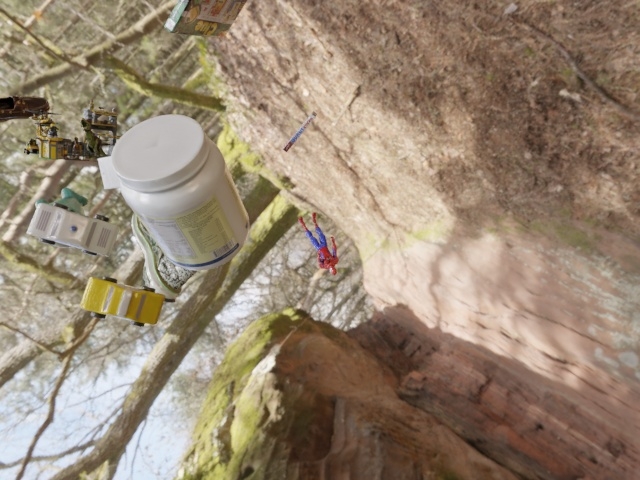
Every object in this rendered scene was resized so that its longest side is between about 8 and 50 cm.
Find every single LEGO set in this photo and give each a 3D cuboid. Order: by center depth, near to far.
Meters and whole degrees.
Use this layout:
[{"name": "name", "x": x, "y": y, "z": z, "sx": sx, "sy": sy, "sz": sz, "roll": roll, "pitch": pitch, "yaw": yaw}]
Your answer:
[{"name": "LEGO set", "x": -0.767, "y": -0.361, "z": 1.503, "sx": 0.332, "sy": 0.191, "sz": 0.255, "roll": -1, "pitch": -165, "yaw": -33}]

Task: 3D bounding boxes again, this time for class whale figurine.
[{"name": "whale figurine", "x": -0.948, "y": -0.103, "z": 1.744, "sx": 0.216, "sy": 0.141, "sz": 0.271, "roll": 36, "pitch": -146, "yaw": -31}]

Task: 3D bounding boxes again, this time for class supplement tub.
[{"name": "supplement tub", "x": -0.315, "y": -0.103, "z": 1.086, "sx": 0.235, "sy": 0.235, "sz": 0.324, "roll": 37, "pitch": 157, "yaw": 29}]

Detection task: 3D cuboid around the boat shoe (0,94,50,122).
[{"name": "boat shoe", "x": -1.021, "y": -0.447, "z": 1.552, "sx": 0.073, "sy": 0.207, "sz": 0.073, "roll": 51, "pitch": 145, "yaw": 17}]

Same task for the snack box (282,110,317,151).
[{"name": "snack box", "x": -0.079, "y": -0.415, "z": 1.774, "sx": 0.022, "sy": 0.178, "sz": 0.064, "roll": 38, "pitch": -156, "yaw": -13}]

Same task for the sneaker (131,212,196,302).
[{"name": "sneaker", "x": -0.512, "y": 0.005, "z": 1.594, "sx": 0.158, "sy": 0.182, "sz": 0.410, "roll": 39, "pitch": -158, "yaw": -60}]

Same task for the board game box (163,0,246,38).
[{"name": "board game box", "x": -0.279, "y": -0.578, "z": 1.168, "sx": 0.030, "sy": 0.136, "sz": 0.259, "roll": 45, "pitch": -153, "yaw": -2}]

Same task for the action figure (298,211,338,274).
[{"name": "action figure", "x": 0.000, "y": 0.000, "z": 1.771, "sx": 0.139, "sy": 0.092, "sz": 0.280, "roll": 91, "pitch": 156, "yaw": -61}]

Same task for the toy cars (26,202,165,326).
[{"name": "toy cars", "x": -0.528, "y": 0.062, "z": 1.112, "sx": 0.393, "sy": 0.177, "sz": 0.087, "roll": 60, "pitch": 157, "yaw": -11}]

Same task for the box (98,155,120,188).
[{"name": "box", "x": -0.520, "y": -0.205, "z": 1.330, "sx": 0.171, "sy": 0.090, "sz": 0.130, "roll": -1, "pitch": -168, "yaw": 29}]
